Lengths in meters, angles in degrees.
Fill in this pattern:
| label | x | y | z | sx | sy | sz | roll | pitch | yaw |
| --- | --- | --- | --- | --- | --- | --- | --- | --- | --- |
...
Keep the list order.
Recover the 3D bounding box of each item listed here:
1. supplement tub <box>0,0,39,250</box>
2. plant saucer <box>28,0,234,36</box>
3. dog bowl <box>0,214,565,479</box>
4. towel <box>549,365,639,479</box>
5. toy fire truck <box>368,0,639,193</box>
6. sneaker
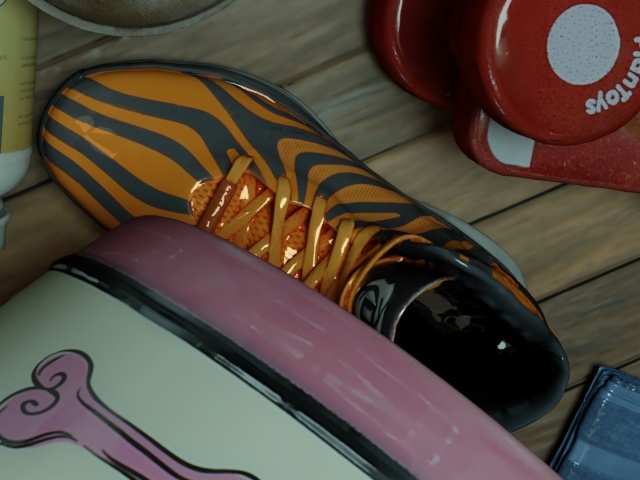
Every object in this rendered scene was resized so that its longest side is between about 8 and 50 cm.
| label | x | y | z | sx | sy | sz | roll | pitch | yaw |
| --- | --- | --- | --- | --- | --- | --- | --- | --- | --- |
| supplement tub | -0.217 | -0.097 | 0.607 | 0.144 | 0.144 | 0.199 | 4 | 101 | -8 |
| plant saucer | -0.077 | -0.251 | 0.554 | 0.050 | 0.311 | 0.310 | 23 | 100 | 29 |
| dog bowl | -0.007 | 0.152 | 0.572 | 0.408 | 0.408 | 0.150 | 42 | 75 | -13 |
| towel | 0.182 | 0.144 | 0.764 | 0.067 | 0.029 | 0.119 | 23 | 97 | -11 |
| toy fire truck | 0.181 | -0.166 | 0.637 | 0.254 | 0.169 | 0.302 | 7 | 101 | -19 |
| sneaker | 0.000 | 0.000 | 0.635 | 0.321 | 0.180 | 0.124 | 24 | 98 | -11 |
